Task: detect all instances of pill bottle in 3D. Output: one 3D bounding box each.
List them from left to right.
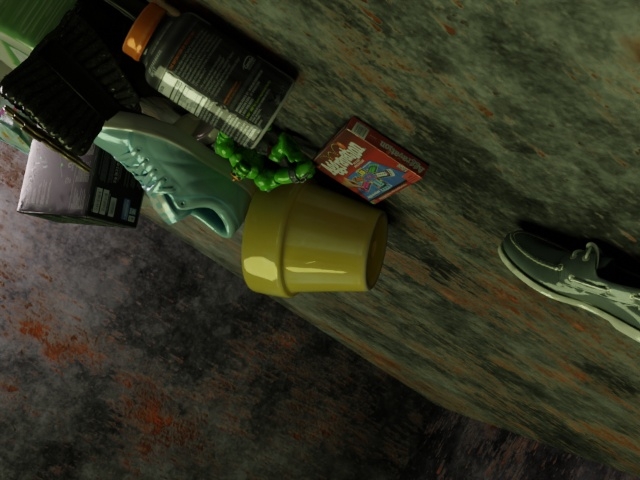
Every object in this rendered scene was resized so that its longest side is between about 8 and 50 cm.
[{"bbox_3d":[-0.172,-0.254,1.295,0.246,0.130,0.130,33,168,-9],"label":"pill bottle"}]

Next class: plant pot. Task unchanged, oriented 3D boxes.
[{"bbox_3d":[0.000,0.000,1.716,0.239,0.254,0.254,10,163,16],"label":"plant pot"}]

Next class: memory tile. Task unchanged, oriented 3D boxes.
[{"bbox_3d":[-0.440,-0.162,1.389,0.113,0.012,0.148,37,177,37],"label":"memory tile"}]

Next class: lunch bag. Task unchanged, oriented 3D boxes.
[{"bbox_3d":[-0.691,-0.331,2.039,0.262,0.223,0.160,24,161,37],"label":"lunch bag"}]

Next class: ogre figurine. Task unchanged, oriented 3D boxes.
[{"bbox_3d":[-0.114,-0.161,1.573,0.197,0.096,0.118,26,132,-26],"label":"ogre figurine"}]

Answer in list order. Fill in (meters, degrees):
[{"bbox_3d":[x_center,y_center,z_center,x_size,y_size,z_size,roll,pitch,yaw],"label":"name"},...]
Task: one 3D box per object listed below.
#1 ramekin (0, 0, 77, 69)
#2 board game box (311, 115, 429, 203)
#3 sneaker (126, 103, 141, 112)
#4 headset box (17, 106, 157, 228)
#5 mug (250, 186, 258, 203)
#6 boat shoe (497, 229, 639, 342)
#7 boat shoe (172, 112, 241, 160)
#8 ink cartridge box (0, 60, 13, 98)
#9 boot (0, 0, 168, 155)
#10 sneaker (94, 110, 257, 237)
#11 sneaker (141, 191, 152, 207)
[{"bbox_3d":[-0.463,-0.358,1.537,0.303,0.148,0.303,29,168,7],"label":"ramekin"},{"bbox_3d":[0.075,-0.129,1.463,0.145,0.027,0.281,33,168,-6],"label":"board game box"},{"bbox_3d":[-0.519,-0.332,1.910,0.281,0.106,0.162,26,171,18],"label":"sneaker"},{"bbox_3d":[-0.509,-0.159,1.846,0.283,0.246,0.131,4,171,40],"label":"headset box"},{"bbox_3d":[-0.161,-0.112,1.839,0.129,0.097,0.158,46,-179,-7],"label":"mug"},{"bbox_3d":[0.414,0.048,1.273,0.319,0.116,0.099,32,127,31],"label":"boat shoe"},{"bbox_3d":[-0.241,-0.198,1.750,0.097,0.116,0.324,38,160,-26],"label":"boat shoe"},{"bbox_3d":[-0.744,-0.436,1.757,0.207,0.117,0.283,21,141,36],"label":"ink cartridge box"},{"bbox_3d":[-0.310,-0.232,1.404,0.348,0.260,0.131,35,169,-18],"label":"boot"},{"bbox_3d":[-0.281,-0.115,1.598,0.366,0.150,0.135,25,157,-29],"label":"sneaker"},{"bbox_3d":[-0.489,-0.117,2.464,0.366,0.210,0.137,37,167,-27],"label":"sneaker"}]
